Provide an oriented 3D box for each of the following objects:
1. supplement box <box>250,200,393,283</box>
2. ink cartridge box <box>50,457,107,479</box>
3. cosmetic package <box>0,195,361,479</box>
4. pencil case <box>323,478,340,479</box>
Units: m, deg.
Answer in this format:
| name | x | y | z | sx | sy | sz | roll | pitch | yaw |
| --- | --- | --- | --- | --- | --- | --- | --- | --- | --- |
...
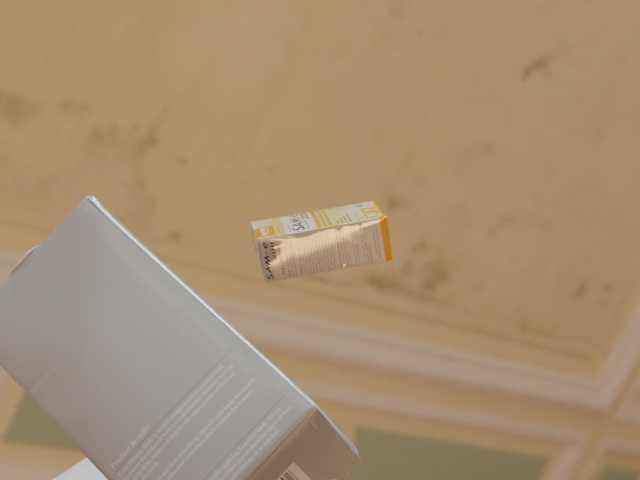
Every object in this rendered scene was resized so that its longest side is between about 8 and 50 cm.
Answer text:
| name | x | y | z | sx | sy | sz | roll | pitch | yaw |
| --- | --- | --- | --- | --- | --- | --- | --- | --- | --- |
| supplement box | 0.000 | 0.000 | 1.215 | 0.098 | 0.062 | 0.036 | -10 | -76 | -5 |
| ink cartridge box | -0.157 | 0.225 | 1.396 | 0.109 | 0.209 | 0.062 | -31 | -77 | -21 |
| cosmetic package | -0.105 | 0.094 | 1.049 | 0.127 | 0.238 | 0.107 | -45 | -33 | -5 |
| pencil case | -0.040 | 0.189 | 0.742 | 0.209 | 0.098 | 0.095 | -30 | -84 | -34 |
